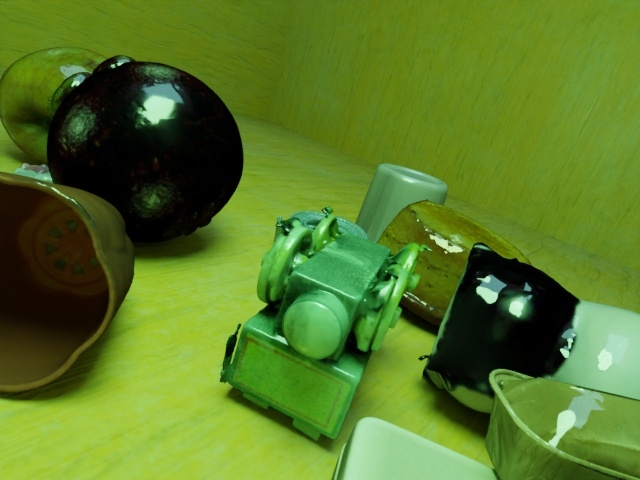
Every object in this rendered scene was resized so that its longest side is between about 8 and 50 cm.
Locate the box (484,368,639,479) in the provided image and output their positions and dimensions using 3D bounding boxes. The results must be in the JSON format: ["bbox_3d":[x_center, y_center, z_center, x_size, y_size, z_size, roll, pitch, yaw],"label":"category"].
[{"bbox_3d":[0.219,0.164,0.325,0.177,0.111,0.111,17,19,-4],"label":"box"}]

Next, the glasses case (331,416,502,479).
[{"bbox_3d":[0.152,0.249,0.292,0.312,0.070,0.131,21,18,8],"label":"glasses case"}]

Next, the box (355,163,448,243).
[{"bbox_3d":[0.221,-0.069,1.035,0.291,0.206,0.262,-2,27,-39],"label":"box"}]

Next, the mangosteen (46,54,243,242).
[{"bbox_3d":[-0.271,-0.152,0.657,0.297,0.297,0.313,2,63,-38],"label":"mangosteen"}]

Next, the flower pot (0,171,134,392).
[{"bbox_3d":[-0.277,0.020,0.401,0.190,0.191,0.173,13,8,-13],"label":"flower pot"}]

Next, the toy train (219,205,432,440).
[{"bbox_3d":[0.016,0.077,0.474,0.159,0.188,0.271,23,17,12],"label":"toy train"}]

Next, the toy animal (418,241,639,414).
[{"bbox_3d":[0.265,0.150,0.492,0.266,0.213,0.212,29,21,20],"label":"toy animal"}]

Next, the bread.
[{"bbox_3d":[0.244,0.047,0.772,0.312,0.172,0.312,18,25,-9],"label":"bread"}]

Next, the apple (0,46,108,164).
[{"bbox_3d":[-0.518,-0.266,0.857,0.264,0.264,0.264,16,19,-6],"label":"apple"}]

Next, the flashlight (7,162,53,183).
[{"bbox_3d":[-0.513,-0.095,0.680,0.093,0.048,0.200,14,18,3],"label":"flashlight"}]

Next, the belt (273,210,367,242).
[{"bbox_3d":[0.008,0.003,0.832,0.163,0.082,0.147,33,34,30],"label":"belt"}]
